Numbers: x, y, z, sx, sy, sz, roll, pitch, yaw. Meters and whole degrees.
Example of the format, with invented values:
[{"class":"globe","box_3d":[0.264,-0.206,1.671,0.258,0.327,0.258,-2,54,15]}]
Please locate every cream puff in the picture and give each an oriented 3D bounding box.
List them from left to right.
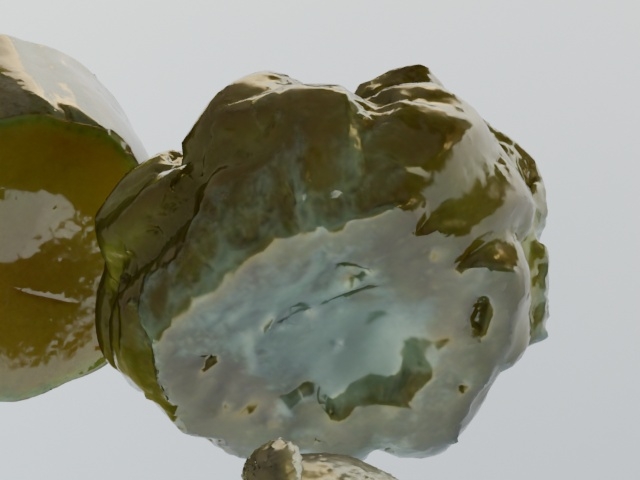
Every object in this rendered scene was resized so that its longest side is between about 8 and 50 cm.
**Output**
[{"class":"cream puff","box_3d":[0.000,0.000,1.381,0.378,0.378,0.275,-42,-141,27]}]

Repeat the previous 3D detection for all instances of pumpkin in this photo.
[{"class":"pumpkin","box_3d":[-0.295,-0.003,1.557,0.332,0.332,0.199,-57,-154,9]}]

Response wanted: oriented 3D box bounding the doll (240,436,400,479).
[{"class":"doll","box_3d":[0.051,0.231,0.883,0.149,0.175,0.278,-45,-114,-7]}]
